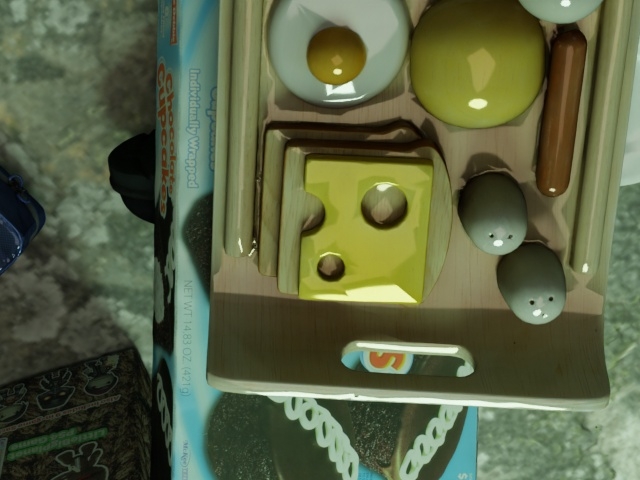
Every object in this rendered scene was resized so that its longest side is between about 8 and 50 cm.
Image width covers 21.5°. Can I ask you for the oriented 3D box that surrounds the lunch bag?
[{"bbox_3d":[-0.221,-0.006,1.058,0.098,0.065,0.067,-41,100,16],"label":"lunch bag"}]

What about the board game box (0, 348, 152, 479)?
[{"bbox_3d":[-0.144,0.253,1.079,0.141,0.291,0.232,-18,120,2],"label":"board game box"}]

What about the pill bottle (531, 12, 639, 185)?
[{"bbox_3d":[0.152,-0.115,0.980,0.108,0.180,0.108,-3,118,-6],"label":"pill bottle"}]

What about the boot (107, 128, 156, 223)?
[{"bbox_3d":[-0.009,0.028,1.085,0.247,0.094,0.207,-5,115,-12],"label":"boot"}]

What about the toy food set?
[{"bbox_3d":[0.055,-0.058,0.848,0.220,0.092,0.306,3,112,-2],"label":"toy food set"}]

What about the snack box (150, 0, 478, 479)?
[{"bbox_3d":[0.000,0.000,0.975,0.187,0.060,0.321,0,94,-19],"label":"snack box"}]
